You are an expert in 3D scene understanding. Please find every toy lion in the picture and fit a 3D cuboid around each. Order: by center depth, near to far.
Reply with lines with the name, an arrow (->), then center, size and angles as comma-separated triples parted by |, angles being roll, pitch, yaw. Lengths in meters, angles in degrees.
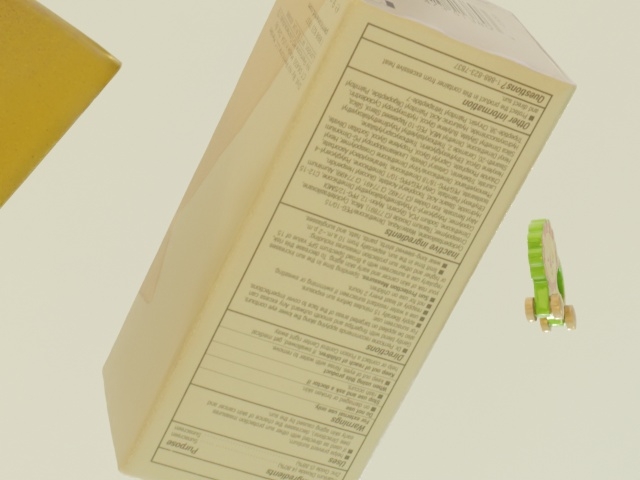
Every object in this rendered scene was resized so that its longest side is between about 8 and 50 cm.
toy lion -> 0.206, 0.030, 1.580 | 0.100, 0.034, 0.096 | 33, -127, -67

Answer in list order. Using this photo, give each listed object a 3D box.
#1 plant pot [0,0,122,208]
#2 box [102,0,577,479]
plant pot -> -0.274, -0.064, 0.940 | 0.187, 0.212, 0.212 | 45, -123, -16
box -> 0.000, 0.000, 1.001 | 0.148, 0.121, 0.311 | 20, -69, -22
